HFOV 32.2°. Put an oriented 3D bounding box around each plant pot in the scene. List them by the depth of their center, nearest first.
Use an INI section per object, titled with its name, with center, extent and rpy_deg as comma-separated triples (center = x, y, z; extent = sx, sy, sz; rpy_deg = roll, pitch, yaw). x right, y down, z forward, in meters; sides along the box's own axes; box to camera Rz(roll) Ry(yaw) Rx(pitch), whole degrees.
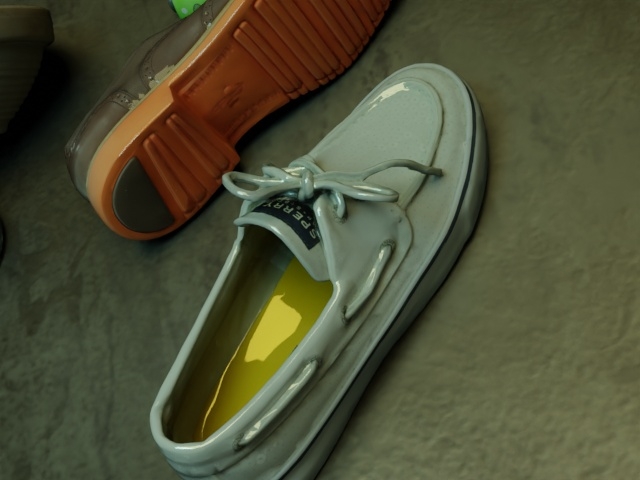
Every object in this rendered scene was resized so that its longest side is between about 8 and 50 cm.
[plant pot]
center = -0.357, -0.143, 1.019
extent = 0.237, 0.237, 0.109
rpy_deg = -6, 98, 21

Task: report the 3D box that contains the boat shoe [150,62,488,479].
[boat shoe]
center = -0.008, -0.001, 0.763
extent = 0.136, 0.156, 0.367
rpy_deg = 21, 71, 34

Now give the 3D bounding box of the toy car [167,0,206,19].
[toy car]
center = -0.127, -0.312, 1.086
extent = 0.239, 0.053, 0.225
rpy_deg = -18, 53, 14

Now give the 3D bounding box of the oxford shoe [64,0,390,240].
[oxford shoe]
center = -0.076, -0.170, 0.928
extent = 0.364, 0.130, 0.133
rpy_deg = -44, 46, -7

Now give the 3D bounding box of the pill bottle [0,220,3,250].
[pill bottle]
center = -0.383, -0.042, 0.907
extent = 0.130, 0.245, 0.130
rpy_deg = -12, 55, 18
